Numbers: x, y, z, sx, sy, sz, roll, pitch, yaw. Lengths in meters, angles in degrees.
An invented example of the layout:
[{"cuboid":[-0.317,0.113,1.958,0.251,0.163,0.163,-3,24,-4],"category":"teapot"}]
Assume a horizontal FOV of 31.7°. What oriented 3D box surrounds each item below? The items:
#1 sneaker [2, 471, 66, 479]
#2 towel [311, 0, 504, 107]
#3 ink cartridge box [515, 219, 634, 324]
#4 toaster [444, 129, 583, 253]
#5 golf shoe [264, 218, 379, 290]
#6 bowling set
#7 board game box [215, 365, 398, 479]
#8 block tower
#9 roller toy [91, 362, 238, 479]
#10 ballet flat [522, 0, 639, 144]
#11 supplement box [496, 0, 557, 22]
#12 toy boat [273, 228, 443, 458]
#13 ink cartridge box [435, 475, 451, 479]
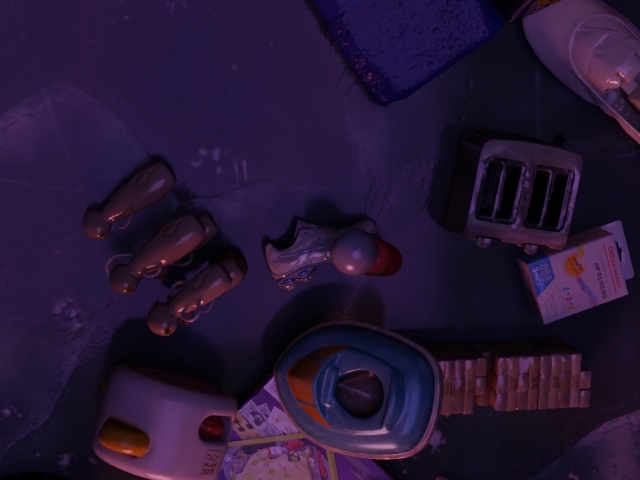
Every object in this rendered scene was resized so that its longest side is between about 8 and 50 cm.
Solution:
[{"cuboid":[-0.483,0.429,1.668,0.313,0.116,0.136,3,116,-7],"category":"sneaker"},{"cuboid":[0.097,-0.373,1.611,0.227,0.076,0.308,-33,105,5],"category":"towel"},{"cuboid":[0.408,0.047,1.751,0.181,0.061,0.104,-20,104,-6],"category":"ink cartridge box"},{"cuboid":[0.290,-0.079,1.680,0.168,0.110,0.186,9,100,-12],"category":"toaster"},{"cuboid":[0.000,0.000,1.671,0.176,0.069,0.086,-28,98,-5],"category":"golf shoe"},{"cuboid":[-0.197,0.049,1.594,0.154,0.287,0.200,-37,139,5],"category":"bowling set"},{"cuboid":[-0.017,0.384,1.738,0.347,0.056,0.208,44,87,-9],"category":"board game box"},{"cuboid":[0.242,0.210,1.742,0.335,0.097,0.091,-2,102,-11],"category":"block tower"},{"cuboid":[-0.224,0.268,1.609,0.191,0.209,0.146,17,88,-15],"category":"roller toy"},{"cuboid":[0.469,-0.230,1.670,0.400,0.139,0.139,42,92,-15],"category":"ballet flat"},{"cuboid":[0.396,-0.476,1.553,0.356,0.194,0.195,-26,90,-4],"category":"supplement box"},{"cuboid":[0.049,0.146,1.602,0.267,0.148,0.318,5,85,29],"category":"toy boat"},{"cuboid":[0.258,0.472,1.810,0.198,0.067,0.115,24,97,-12],"category":"ink cartridge box"}]
